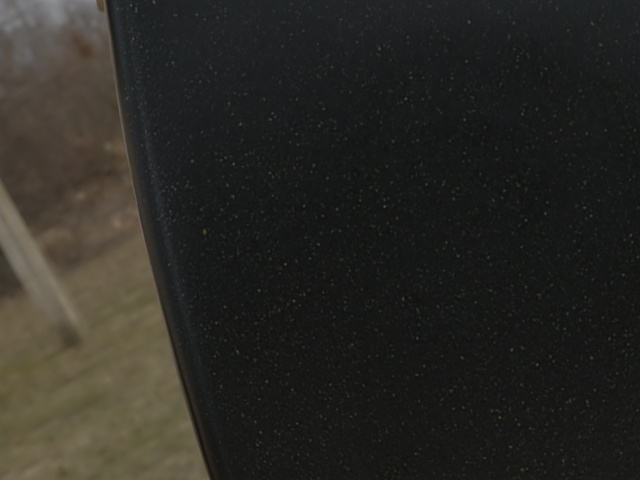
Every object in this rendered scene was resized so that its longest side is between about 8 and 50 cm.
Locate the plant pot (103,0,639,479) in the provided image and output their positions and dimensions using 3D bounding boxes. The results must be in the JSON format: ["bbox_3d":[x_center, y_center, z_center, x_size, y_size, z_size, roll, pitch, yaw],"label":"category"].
[{"bbox_3d":[0.052,-0.003,0.552,0.187,0.167,0.188,2,0,17],"label":"plant pot"}]

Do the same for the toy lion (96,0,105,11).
[{"bbox_3d":[-0.095,-0.170,0.979,0.034,0.096,0.100,2,-29,7],"label":"toy lion"}]
